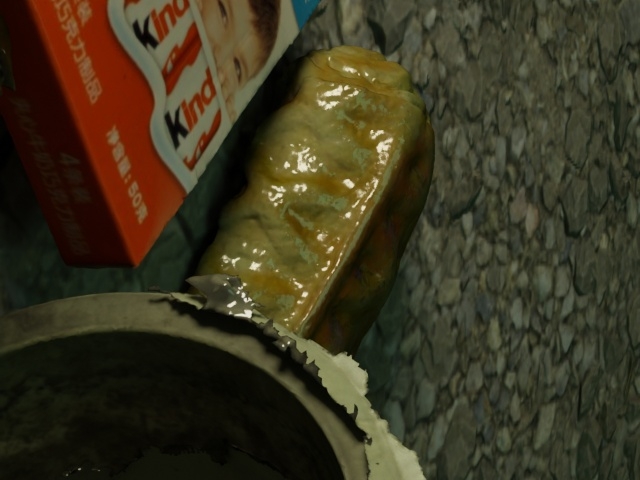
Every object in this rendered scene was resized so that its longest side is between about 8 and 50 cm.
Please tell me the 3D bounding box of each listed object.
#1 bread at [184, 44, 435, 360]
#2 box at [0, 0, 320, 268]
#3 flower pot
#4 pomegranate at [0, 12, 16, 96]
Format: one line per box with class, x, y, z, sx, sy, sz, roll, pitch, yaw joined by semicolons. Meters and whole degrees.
bread;0.000;0.000;1.005;0.128;0.088;0.232;37;69;-44
box;-0.089;-0.172;0.835;0.265;0.048;0.273;-61;142;-45
flower pot;-0.083;0.200;0.765;0.290;0.290;0.259;-59;152;-33
pomegranate;-0.186;-0.155;0.584;0.207;0.207;0.207;-14;106;-56
